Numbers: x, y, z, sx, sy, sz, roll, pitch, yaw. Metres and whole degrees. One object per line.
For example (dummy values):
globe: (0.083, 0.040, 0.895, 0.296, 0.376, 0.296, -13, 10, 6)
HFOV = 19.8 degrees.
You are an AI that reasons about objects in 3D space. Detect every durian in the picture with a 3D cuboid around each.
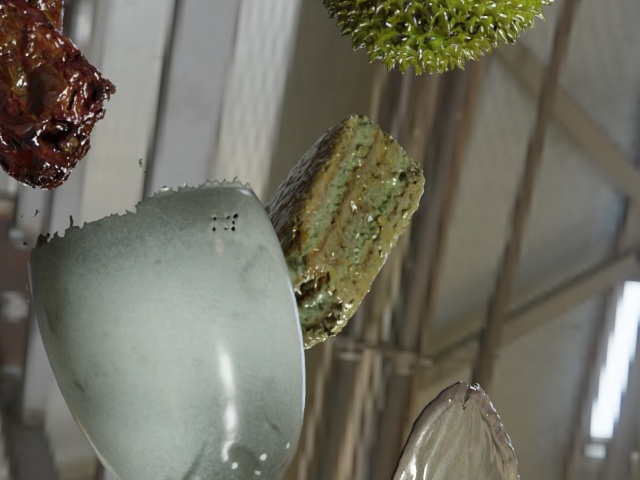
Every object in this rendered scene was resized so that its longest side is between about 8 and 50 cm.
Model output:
durian: (0.073, -0.195, 1.240, 0.146, 0.198, 0.159, -45, -164, 36)

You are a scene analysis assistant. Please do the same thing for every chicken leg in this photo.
chicken leg: (-0.185, -0.136, 1.215, 0.053, 0.093, 0.205, -3, 85, -80)

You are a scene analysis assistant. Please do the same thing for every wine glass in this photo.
wine glass: (-0.083, 0.132, 1.298, 0.357, 0.190, 0.190, 70, -22, 10)

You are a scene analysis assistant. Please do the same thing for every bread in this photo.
bread: (0.000, 0.000, 1.551, 0.138, 0.102, 0.196, -45, -168, 49)

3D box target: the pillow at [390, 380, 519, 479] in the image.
pillow: (0.019, 0.171, 0.692, 0.232, 0.038, 0.130, -60, 147, -20)
